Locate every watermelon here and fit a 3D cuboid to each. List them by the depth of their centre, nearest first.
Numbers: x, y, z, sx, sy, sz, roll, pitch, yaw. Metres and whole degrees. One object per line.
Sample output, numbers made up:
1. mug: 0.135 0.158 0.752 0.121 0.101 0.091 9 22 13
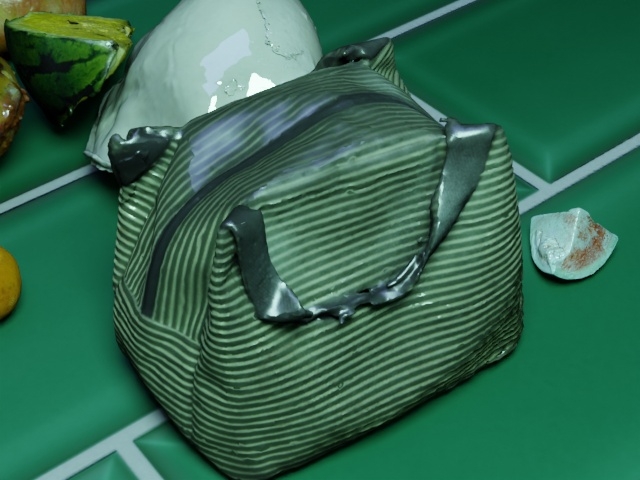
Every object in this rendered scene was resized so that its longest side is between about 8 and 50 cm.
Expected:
1. watermelon: 0.228 -0.001 1.010 0.085 0.061 0.085 2 33 -1
2. watermelon: -0.260 -0.201 1.174 0.129 0.123 0.301 -26 18 -2

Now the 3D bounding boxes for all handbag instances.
1. handbag: 0.000 0.000 0.889 0.340 0.240 0.247 -23 45 -20

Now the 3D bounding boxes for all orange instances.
1. orange: -0.307 0.038 0.977 0.083 0.084 0.084 -1 42 1

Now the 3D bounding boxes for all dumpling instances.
1. dumpling: -0.123 -0.165 1.135 0.260 0.181 0.341 -19 58 4

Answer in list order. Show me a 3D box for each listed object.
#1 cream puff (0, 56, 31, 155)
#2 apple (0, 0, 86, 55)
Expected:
1. cream puff: -0.413 -0.123 1.102 0.240 0.164 0.240 -12 29 7
2. apple: -0.382 -0.294 1.315 0.195 0.160 0.173 -12 64 -2
